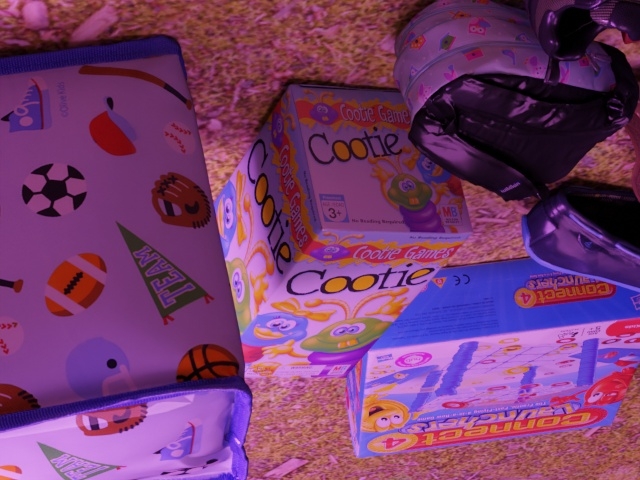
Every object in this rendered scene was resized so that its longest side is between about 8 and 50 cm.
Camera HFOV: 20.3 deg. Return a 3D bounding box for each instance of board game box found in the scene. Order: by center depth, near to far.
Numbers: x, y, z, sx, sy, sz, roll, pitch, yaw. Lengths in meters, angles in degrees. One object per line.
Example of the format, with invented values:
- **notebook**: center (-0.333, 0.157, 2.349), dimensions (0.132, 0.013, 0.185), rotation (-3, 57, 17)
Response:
- **board game box**: center (0.000, 0.000, 1.568), dimensions (0.144, 0.142, 0.275), rotation (1, 150, -24)
- **board game box**: center (0.187, 0.126, 1.941), dimensions (0.308, 0.086, 0.302), rotation (-7, 153, -4)

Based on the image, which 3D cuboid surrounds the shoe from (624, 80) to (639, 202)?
- **shoe**: center (0.316, -0.074, 1.599), dimensions (0.058, 0.076, 0.219), rotation (-44, 143, -10)

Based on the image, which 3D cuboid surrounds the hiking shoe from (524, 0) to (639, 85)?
- **hiking shoe**: center (0.234, -0.203, 1.289), dimensions (0.086, 0.114, 0.227), rotation (8, 148, -32)

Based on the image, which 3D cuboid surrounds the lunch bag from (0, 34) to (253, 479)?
- **lunch bag**: center (-0.267, 0.040, 1.360), dimensions (0.386, 0.327, 0.239), rotation (-8, 151, -8)

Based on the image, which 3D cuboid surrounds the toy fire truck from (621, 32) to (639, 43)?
- **toy fire truck**: center (0.336, -0.176, 1.447), dimensions (0.192, 0.047, 0.135), rotation (-11, 152, 3)

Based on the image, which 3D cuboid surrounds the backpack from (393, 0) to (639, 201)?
- **backpack**: center (0.143, -0.118, 1.427), dimensions (0.182, 0.115, 0.152), rotation (11, 135, -33)

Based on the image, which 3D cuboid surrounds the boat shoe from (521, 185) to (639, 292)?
- **boat shoe**: center (0.324, 0.002, 1.726), dimensions (0.258, 0.109, 0.089), rotation (2, 148, -25)
